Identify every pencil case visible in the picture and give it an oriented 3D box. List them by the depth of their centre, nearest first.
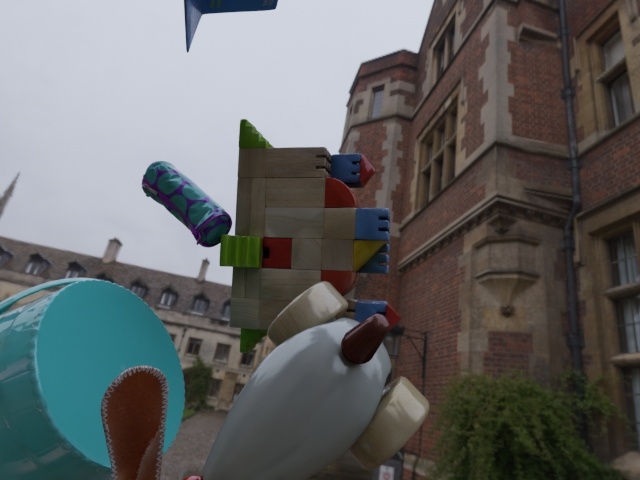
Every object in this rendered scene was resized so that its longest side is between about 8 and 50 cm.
[{"bbox_3d":[-0.204,-0.055,0.623,0.152,0.070,0.064,38,-54,19],"label":"pencil case"}]

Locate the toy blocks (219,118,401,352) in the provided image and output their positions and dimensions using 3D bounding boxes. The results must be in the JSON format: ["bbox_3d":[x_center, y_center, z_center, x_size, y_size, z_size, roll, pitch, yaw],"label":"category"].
[{"bbox_3d":[0.000,0.000,0.669,0.261,0.380,0.191,1,-3,12],"label":"toy blocks"}]

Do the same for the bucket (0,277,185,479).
[{"bbox_3d":[-0.321,0.191,0.518,0.183,0.280,0.281,-26,-31,8],"label":"bucket"}]

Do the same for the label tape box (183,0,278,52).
[{"bbox_3d":[-0.074,-0.420,0.489,0.106,0.332,0.241,11,-16,-13],"label":"label tape box"}]

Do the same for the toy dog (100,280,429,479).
[{"bbox_3d":[-0.045,0.155,0.303,0.220,0.333,0.160,27,-33,9],"label":"toy dog"}]
